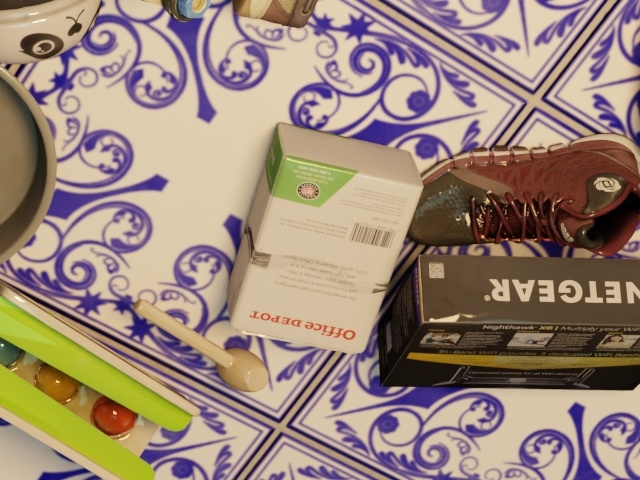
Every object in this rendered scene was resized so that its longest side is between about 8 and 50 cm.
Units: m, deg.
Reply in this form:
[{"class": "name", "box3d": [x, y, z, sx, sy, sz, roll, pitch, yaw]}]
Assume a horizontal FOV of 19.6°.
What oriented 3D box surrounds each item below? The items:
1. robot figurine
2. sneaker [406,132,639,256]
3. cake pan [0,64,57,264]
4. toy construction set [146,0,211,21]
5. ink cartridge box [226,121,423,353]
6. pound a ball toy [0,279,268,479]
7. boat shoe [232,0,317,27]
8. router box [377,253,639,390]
[{"class": "robot figurine", "box3d": [-0.300, -0.305, 1.778, 0.209, 0.173, 0.278, -7, 119, -2]}, {"class": "sneaker", "box3d": [0.230, -0.033, 2.010, 0.281, 0.162, 0.106, -15, 120, 0]}, {"class": "cake pan", "box3d": [-0.424, -0.089, 1.951, 0.293, 0.054, 0.293, -3, 120, -6]}, {"class": "toy construction set", "box3d": [-0.139, -0.319, 1.707, 0.327, 0.151, 0.215, 17, 102, -38]}, {"class": "ink cartridge box", "box3d": [0.000, 0.000, 2.037, 0.160, 0.092, 0.219, 12, 117, -14]}, {"class": "pound a ball toy", "box3d": [-0.246, 0.142, 2.081, 0.319, 0.136, 0.208, 34, 84, -23]}, {"class": "boat shoe", "box3d": [0.006, -0.338, 1.851, 0.092, 0.103, 0.285, 17, 116, -26]}, {"class": "router box", "box3d": [0.234, 0.095, 2.054, 0.308, 0.081, 0.243, 2, 159, -10]}]
